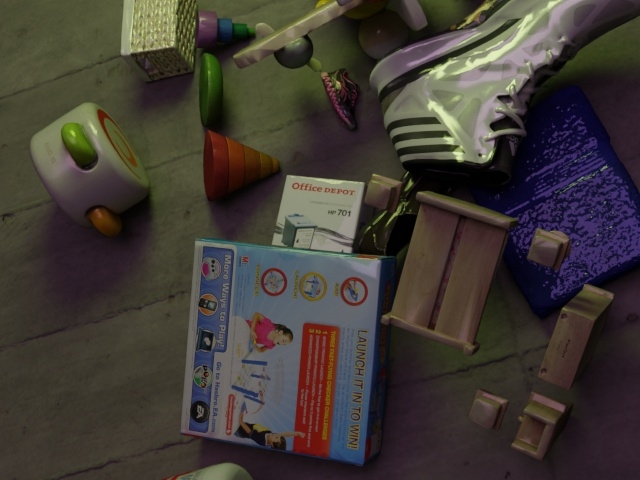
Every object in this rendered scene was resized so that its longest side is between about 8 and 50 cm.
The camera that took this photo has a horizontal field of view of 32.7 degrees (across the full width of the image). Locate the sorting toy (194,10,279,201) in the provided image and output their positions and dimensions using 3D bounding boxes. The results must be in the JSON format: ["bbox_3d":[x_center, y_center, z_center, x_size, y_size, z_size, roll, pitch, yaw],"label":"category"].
[{"bbox_3d":[-0.144,-0.239,1.896,0.126,0.127,0.365,0,65,-13],"label":"sorting toy"}]

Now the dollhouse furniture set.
[{"bbox_3d":[0.216,0.097,1.567,0.356,0.174,0.303,21,104,20],"label":"dollhouse furniture set"}]

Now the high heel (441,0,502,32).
[{"bbox_3d":[0.235,-0.384,1.805,0.186,0.093,0.261,9,83,14],"label":"high heel"}]

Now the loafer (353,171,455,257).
[{"bbox_3d":[0.148,-0.041,1.704,0.220,0.080,0.078,-51,37,-12],"label":"loafer"}]

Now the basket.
[{"bbox_3d":[-0.288,-0.386,1.970,0.103,0.113,0.167,-6,70,14],"label":"basket"}]

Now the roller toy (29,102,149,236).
[{"bbox_3d":[-0.398,-0.122,1.871,0.146,0.209,0.191,-31,30,5],"label":"roller toy"}]

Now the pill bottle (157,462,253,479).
[{"bbox_3d":[-0.285,0.482,1.596,0.408,0.229,0.229,-17,67,11],"label":"pill bottle"}]

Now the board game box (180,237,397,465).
[{"bbox_3d":[-0.051,0.161,1.661,0.302,0.086,0.308,6,93,20],"label":"board game box"}]

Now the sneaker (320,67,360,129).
[{"bbox_3d":[0.044,-0.244,1.853,0.057,0.047,0.119,-21,67,-3],"label":"sneaker"}]

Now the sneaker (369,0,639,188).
[{"bbox_3d":[0.308,-0.221,1.634,0.448,0.169,0.257,-23,66,20],"label":"sneaker"}]

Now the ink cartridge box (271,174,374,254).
[{"bbox_3d":[0.000,0.000,1.756,0.140,0.082,0.190,6,76,20],"label":"ink cartridge box"}]

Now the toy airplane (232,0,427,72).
[{"bbox_3d":[0.086,-0.405,1.766,0.386,0.272,0.384,-2,43,30],"label":"toy airplane"}]

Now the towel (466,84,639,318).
[{"bbox_3d":[0.364,-0.059,1.669,0.228,0.076,0.308,-29,65,14],"label":"towel"}]
